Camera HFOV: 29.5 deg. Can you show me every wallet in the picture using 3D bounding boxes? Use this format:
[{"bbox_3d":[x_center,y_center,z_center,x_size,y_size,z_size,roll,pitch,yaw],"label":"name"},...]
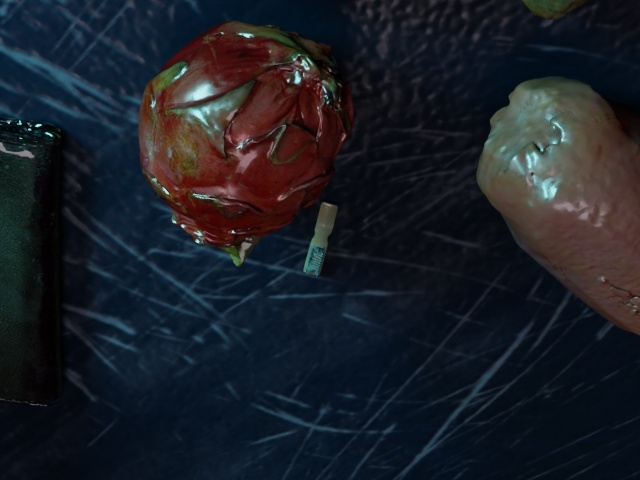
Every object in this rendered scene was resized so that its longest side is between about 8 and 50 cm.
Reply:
[{"bbox_3d":[-0.329,0.024,1.158,0.172,0.045,0.318,7,124,-3],"label":"wallet"}]

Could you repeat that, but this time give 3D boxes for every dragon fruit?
[{"bbox_3d":[-0.063,-0.089,0.987,0.172,0.172,0.209,26,123,-14],"label":"dragon fruit"}]

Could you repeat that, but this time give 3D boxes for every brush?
[{"bbox_3d":[0.000,0.000,1.139,0.016,0.013,0.084,13,123,-3],"label":"brush"}]

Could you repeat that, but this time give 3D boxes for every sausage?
[{"bbox_3d":[0.249,-0.022,1.025,0.152,0.152,0.279,-38,118,26],"label":"sausage"}]

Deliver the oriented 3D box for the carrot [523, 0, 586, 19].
[{"bbox_3d":[0.271,-0.294,0.884,0.070,0.070,0.342,33,119,-18],"label":"carrot"}]
